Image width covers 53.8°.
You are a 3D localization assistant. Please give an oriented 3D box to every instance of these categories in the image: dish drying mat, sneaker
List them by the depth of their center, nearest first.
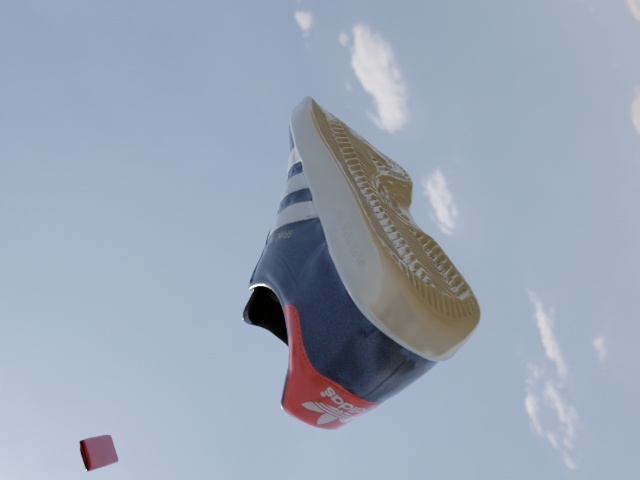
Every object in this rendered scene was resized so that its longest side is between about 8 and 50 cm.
[{"bbox_3d":[0.000,0.000,0.513,0.131,0.148,0.350,32,-158,-20],"label":"sneaker"},{"bbox_3d":[-0.228,0.218,0.650,0.083,0.008,0.032,91,156,-76],"label":"dish drying mat"}]
